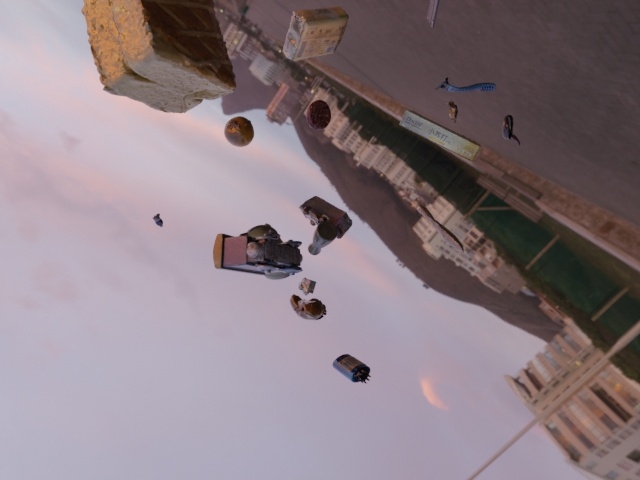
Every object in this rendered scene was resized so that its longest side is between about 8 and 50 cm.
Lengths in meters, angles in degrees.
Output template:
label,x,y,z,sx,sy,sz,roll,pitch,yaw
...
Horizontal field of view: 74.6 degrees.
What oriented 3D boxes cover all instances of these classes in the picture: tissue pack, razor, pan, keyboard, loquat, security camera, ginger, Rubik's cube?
label,x,y,z,sx,sy,sz,roll,pitch,yaw
tissue pack,-0.021,-0.779,1.585,0.222,0.186,0.090,-24,-109,-29
razor,0.597,-0.622,1.704,0.253,0.042,0.082,-5,172,-16
pan,0.909,-0.513,2.007,0.040,0.114,0.212,5,162,41
keyboard,0.465,-0.964,1.725,0.198,0.010,0.063,67,-179,-75
loquat,-0.364,-0.490,1.899,0.141,0.141,0.141,34,-163,-12
security camera,-0.214,0.064,1.857,0.191,0.196,0.277,-20,-143,-30
ginger,-0.059,0.326,2.015,0.133,0.107,0.309,21,169,-17
Rubik's cube,-0.072,0.221,2.034,0.073,0.084,0.075,16,160,29

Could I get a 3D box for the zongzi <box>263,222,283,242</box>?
label,x,y,z,sx,sy,sz,roll,pitch,yaw
zongzi,-0.280,0.033,2.085,0.178,0.189,0.081,52,178,8

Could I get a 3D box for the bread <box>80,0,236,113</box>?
label,x,y,z,sx,sy,sz,roll,pitch,yaw
bread,-0.491,-0.621,1.293,0.390,0.280,0.370,-8,-101,-68

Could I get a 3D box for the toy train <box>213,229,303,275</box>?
label,x,y,z,sx,sy,sz,roll,pitch,yaw
toy train,-0.185,0.052,1.352,0.300,0.202,0.131,23,-116,-65

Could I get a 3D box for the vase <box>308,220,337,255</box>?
label,x,y,z,sx,sy,sz,roll,pitch,yaw
vase,0.000,0.000,1.713,0.086,0.086,0.214,38,154,1

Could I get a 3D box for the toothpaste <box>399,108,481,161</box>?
label,x,y,z,sx,sy,sz,roll,pitch,yaw
toothpaste,0.456,-0.405,1.603,0.313,0.071,0.089,29,-153,5

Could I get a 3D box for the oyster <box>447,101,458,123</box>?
label,x,y,z,sx,sy,sz,roll,pitch,yaw
oyster,0.471,-0.468,1.493,0.132,0.029,0.086,-86,-24,-43

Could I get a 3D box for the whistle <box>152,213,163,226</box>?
label,x,y,z,sx,sy,sz,roll,pitch,yaw
whistle,-0.628,-0.077,1.634,0.029,0.033,0.083,43,159,18

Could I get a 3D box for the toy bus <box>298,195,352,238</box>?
label,x,y,z,sx,sy,sz,roll,pitch,yaw
toy bus,0.021,-0.125,2.111,0.317,0.138,0.112,37,166,48

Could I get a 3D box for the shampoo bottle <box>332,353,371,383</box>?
label,x,y,z,sx,sy,sz,roll,pitch,yaw
shampoo bottle,0.122,0.481,1.574,0.183,0.087,0.050,11,120,63

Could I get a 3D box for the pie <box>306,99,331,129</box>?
label,x,y,z,sx,sy,sz,roll,pitch,yaw
pie,-0.006,-0.626,2.099,0.155,0.154,0.036,19,-173,-45

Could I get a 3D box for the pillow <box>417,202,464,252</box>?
label,x,y,z,sx,sy,sz,roll,pitch,yaw
pillow,0.393,-0.043,1.380,0.211,0.034,0.135,46,-164,1
